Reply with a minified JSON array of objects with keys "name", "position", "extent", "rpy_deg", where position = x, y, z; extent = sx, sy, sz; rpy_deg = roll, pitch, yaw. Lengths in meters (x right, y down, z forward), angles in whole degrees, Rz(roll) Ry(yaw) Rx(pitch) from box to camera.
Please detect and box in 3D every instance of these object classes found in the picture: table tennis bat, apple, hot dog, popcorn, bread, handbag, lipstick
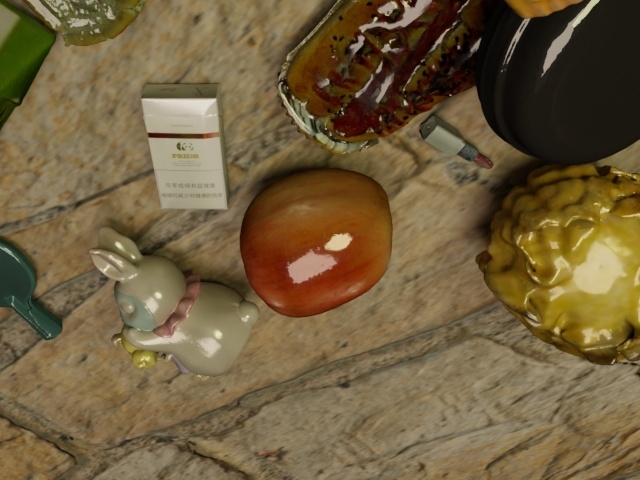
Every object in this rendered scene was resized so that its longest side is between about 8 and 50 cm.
[{"name":"table tennis bat","position":[-0.434,0.069,0.945],"extent":[0.124,0.033,0.201],"rpy_deg":[-22,125,19]},{"name":"apple","position":[0.000,0.000,0.808],"extent":[0.199,0.199,0.199],"rpy_deg":[-1,131,-1]},{"name":"hot dog","position":[0.080,-0.192,0.698],"extent":[0.270,0.081,0.163],"rpy_deg":[-34,122,26]},{"name":"popcorn","position":[0.304,0.022,0.812],"extent":[0.250,0.190,0.250],"rpy_deg":[13,122,22]},{"name":"bread","position":[-0.241,-0.261,0.642],"extent":[0.117,0.064,0.156],"rpy_deg":[-33,125,22]},{"name":"handbag","position":[0.287,-0.202,0.632],"extent":[0.254,0.093,0.308],"rpy_deg":[23,116,-42]},{"name":"lipstick","position":[0.166,-0.110,0.807],"extent":[0.107,0.025,0.025],"rpy_deg":[24,126,-28]}]

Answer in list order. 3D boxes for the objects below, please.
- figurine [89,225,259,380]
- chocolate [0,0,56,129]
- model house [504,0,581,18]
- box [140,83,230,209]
[{"name":"figurine","position":[-0.217,0.089,0.914],"extent":[0.236,0.127,0.155],"rpy_deg":[32,133,-19]},{"name":"chocolate","position":[-0.473,-0.164,0.672],"extent":[0.301,0.137,0.289],"rpy_deg":[33,123,-25]},{"name":"model house","position":[0.164,-0.318,0.466],"extent":[0.237,0.237,0.202],"rpy_deg":[-40,142,24]},{"name":"box","position":[-0.154,-0.105,0.794],"extent":[0.084,0.040,0.154],"rpy_deg":[1,130,1]}]
